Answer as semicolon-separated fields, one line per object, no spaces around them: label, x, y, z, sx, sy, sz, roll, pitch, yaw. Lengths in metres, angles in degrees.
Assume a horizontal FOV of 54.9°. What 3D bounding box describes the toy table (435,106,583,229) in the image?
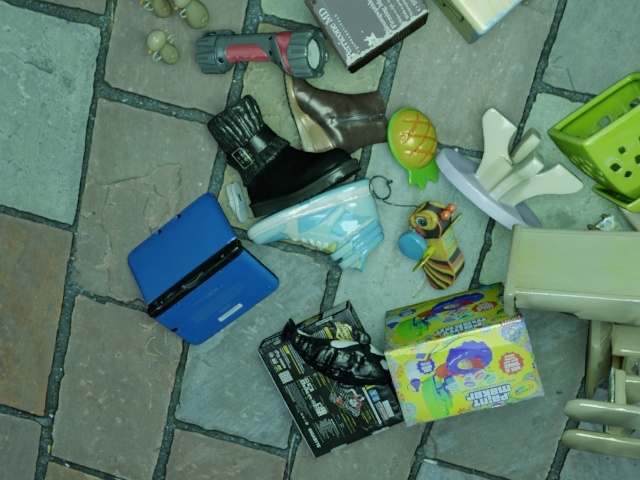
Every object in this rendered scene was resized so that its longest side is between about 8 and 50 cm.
toy table;0.403;-0.148;1.314;0.274;0.252;0.161;33;120;-12

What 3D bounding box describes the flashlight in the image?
flashlight;-0.135;-0.400;1.339;0.303;0.103;0.103;6;135;29

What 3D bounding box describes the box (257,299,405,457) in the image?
box;0.030;0.347;1.531;0.257;0.079;0.322;-27;97;9

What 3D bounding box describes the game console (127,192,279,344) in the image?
game console;-0.293;0.076;1.540;0.293;0.173;0.250;-36;126;13

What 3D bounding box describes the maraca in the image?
maraca;0.213;-0.207;1.382;0.127;0.099;0.186;-29;105;-22

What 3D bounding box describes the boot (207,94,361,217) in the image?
boot;-0.094;-0.205;1.344;0.347;0.131;0.260;-15;102;43

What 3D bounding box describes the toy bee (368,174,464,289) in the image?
toy bee;0.243;-0.015;1.366;0.298;0.162;0.195;36;63;-27

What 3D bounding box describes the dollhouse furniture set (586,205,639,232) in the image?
dollhouse furniture set;0.752;-0.001;1.330;0.212;0.161;0.242;-40;95;13

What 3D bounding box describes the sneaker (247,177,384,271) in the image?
sneaker;0.000;0.000;1.439;0.318;0.127;0.208;-20;97;11

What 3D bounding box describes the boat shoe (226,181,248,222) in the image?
boat shoe;-0.205;-0.091;1.495;0.035;0.035;0.100;-7;106;36

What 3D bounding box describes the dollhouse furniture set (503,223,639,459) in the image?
dollhouse furniture set;0.509;0.167;1.224;0.256;0.362;0.394;4;141;22

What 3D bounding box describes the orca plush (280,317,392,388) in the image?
orca plush;0.041;0.269;1.423;0.287;0.102;0.151;35;103;-1

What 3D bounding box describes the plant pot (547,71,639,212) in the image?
plant pot;0.648;-0.197;1.276;0.227;0.228;0.207;-34;101;11

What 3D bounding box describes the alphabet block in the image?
alphabet block;0.328;-0.547;1.257;0.193;0.192;0.197;-41;96;11

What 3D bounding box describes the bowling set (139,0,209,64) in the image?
bowling set;-0.328;-0.547;1.338;0.200;0.154;0.287;39;91;5

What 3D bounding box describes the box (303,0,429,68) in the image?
box;0.102;-0.484;1.306;0.203;0.167;0.169;-32;96;12

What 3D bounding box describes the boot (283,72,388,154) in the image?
boot;0.034;-0.314;1.407;0.206;0.090;0.249;-17;98;-2

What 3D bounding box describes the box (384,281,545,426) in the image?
box;0.305;0.243;1.374;0.289;0.279;0.177;-16;99;9
